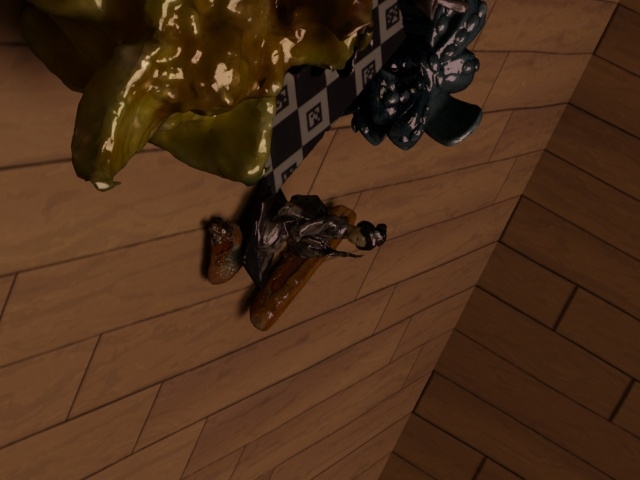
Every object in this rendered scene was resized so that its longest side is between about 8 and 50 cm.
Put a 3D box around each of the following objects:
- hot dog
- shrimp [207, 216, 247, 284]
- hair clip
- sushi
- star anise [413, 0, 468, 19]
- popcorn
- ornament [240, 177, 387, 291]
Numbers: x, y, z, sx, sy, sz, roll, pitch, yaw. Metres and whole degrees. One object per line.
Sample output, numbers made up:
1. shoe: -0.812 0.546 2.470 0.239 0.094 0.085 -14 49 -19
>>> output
1. hot dog: -0.032 0.042 2.214 0.286 0.061 0.088 -48 162 -35
2. shrimp: -0.139 0.014 1.925 0.091 0.043 0.184 -49 160 -18
3. hair clip: 0.136 -0.259 2.006 0.310 0.194 0.206 -45 129 -32
4. sushi: -0.031 -0.283 1.715 0.339 0.069 0.320 -52 146 -22
5. star anise: 0.153 -0.412 1.864 0.209 0.089 0.231 -45 134 -42
6. popcorn: -0.141 -0.199 1.230 0.321 0.290 0.326 -38 134 -11
7. ornament: 0.000 0.000 1.967 0.166 0.196 0.153 62 40 -69
